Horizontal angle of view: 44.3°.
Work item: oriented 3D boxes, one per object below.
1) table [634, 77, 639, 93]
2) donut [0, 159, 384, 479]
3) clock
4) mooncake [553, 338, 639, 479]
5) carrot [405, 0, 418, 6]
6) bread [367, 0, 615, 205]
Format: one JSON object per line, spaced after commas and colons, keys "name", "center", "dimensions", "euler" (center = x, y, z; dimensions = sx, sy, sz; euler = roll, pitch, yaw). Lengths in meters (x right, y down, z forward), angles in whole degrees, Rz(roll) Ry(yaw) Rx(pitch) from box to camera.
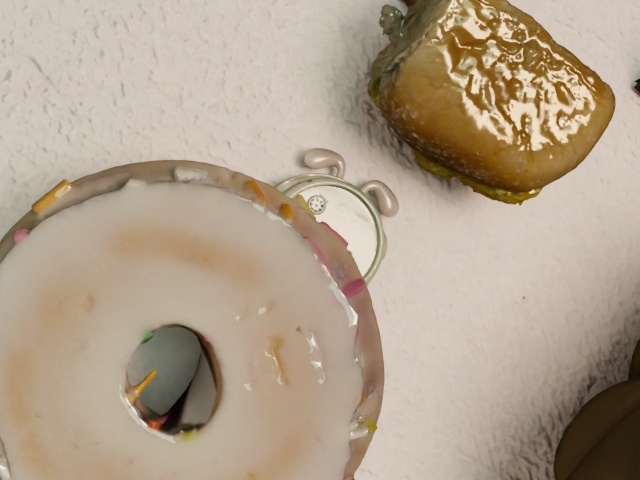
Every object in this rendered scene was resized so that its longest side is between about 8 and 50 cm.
{"name": "table", "center": [0.590, -0.216, 0.954], "dimensions": [0.282, 0.196, 0.250], "euler": [37, 76, -5]}
{"name": "donut", "center": [-0.126, 0.112, 0.721], "dimensions": [0.383, 0.142, 0.382], "euler": [0, 97, 0]}
{"name": "clock", "center": [0.000, 0.000, 0.840], "dimensions": [0.152, 0.062, 0.191], "euler": [32, 77, -12]}
{"name": "mooncake", "center": [0.440, 0.196, 0.762], "dimensions": [0.262, 0.467, 0.467], "euler": [44, 75, 5]}
{"name": "carrot", "center": [0.127, -0.264, 0.913], "dimensions": [0.093, 0.032, 0.032], "euler": [45, 76, -3]}
{"name": "bread", "center": [0.152, -0.155, 0.825], "dimensions": [0.246, 0.195, 0.176], "euler": [37, 95, -11]}
